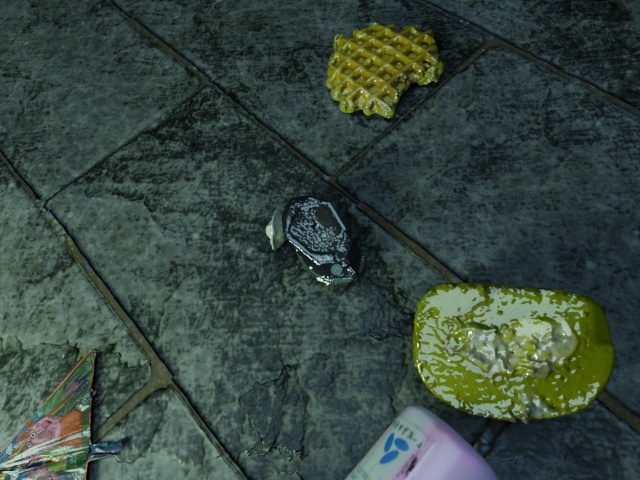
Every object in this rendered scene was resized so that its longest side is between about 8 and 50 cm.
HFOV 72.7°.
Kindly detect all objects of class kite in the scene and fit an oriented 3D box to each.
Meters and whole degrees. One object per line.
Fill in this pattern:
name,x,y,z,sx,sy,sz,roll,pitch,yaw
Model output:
kite,-0.429,0.342,0.698,0.233,0.016,0.321,-13,62,2

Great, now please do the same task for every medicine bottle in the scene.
medicine bottle,0.093,0.351,0.550,0.254,0.152,0.152,-43,66,-14

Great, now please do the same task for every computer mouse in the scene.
computer mouse,0.000,0.000,0.789,0.105,0.062,0.192,-35,77,-14

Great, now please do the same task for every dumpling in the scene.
dumpling,-0.081,-0.024,0.813,0.043,0.059,0.077,23,69,27

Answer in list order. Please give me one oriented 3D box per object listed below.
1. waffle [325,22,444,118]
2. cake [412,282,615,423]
waffle,0.142,-0.389,0.975,0.290,0.051,0.291,-4,62,8
cake,0.265,0.158,0.626,0.260,0.156,0.179,3,79,15
